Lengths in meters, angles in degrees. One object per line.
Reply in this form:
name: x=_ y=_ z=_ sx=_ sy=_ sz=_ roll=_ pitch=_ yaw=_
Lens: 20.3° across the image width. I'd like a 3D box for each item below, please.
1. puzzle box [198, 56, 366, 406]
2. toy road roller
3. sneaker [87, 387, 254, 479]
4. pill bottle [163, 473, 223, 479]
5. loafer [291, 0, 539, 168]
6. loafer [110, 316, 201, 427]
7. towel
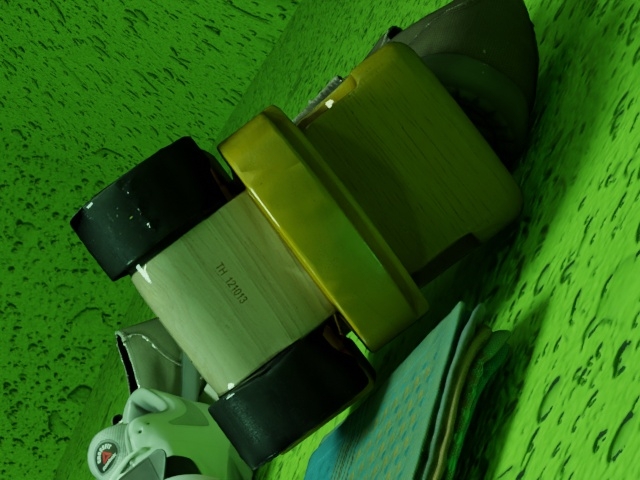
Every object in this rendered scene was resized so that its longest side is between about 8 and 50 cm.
puzzle box: x=-0.040 y=0.032 z=1.756 sx=0.409 sy=0.052 sz=0.272 roll=126 pitch=166 yaw=-57
toy road roller: x=0.000 y=0.000 z=1.193 sx=0.241 sy=0.202 sz=0.329 roll=-36 pitch=-2 yaw=-1
sneaker: x=-0.138 y=0.229 z=1.508 sx=0.122 sy=0.146 sz=0.330 roll=-59 pitch=11 yaw=17
pill bottle: x=-0.101 y=0.265 z=1.251 sx=0.119 sy=0.119 sz=0.208 roll=-59 pitch=10 yaw=27
loafer: x=0.065 y=-0.083 z=1.345 sx=0.366 sy=0.134 sz=0.130 roll=-26 pitch=32 yaw=60
loafer: x=-0.166 y=0.194 z=1.727 sx=0.094 sy=0.087 sz=0.251 roll=155 pitch=116 yaw=-69
towel: x=-0.001 y=0.241 z=1.007 sx=0.271 sy=0.040 sz=0.370 roll=-52 pitch=16 yaw=57
